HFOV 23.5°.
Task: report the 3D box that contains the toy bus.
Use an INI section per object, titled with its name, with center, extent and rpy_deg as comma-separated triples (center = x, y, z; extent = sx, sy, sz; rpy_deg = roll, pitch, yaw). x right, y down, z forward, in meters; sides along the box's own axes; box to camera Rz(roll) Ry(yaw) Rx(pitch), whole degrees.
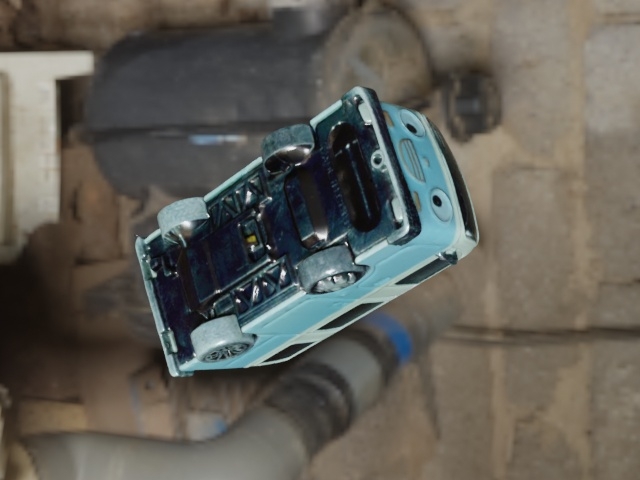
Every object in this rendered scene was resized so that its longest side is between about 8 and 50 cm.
[toy bus]
center = 0.000, 0.000, 1.215
extent = 0.165, 0.271, 0.133
rpy_deg = 5, 61, -47
